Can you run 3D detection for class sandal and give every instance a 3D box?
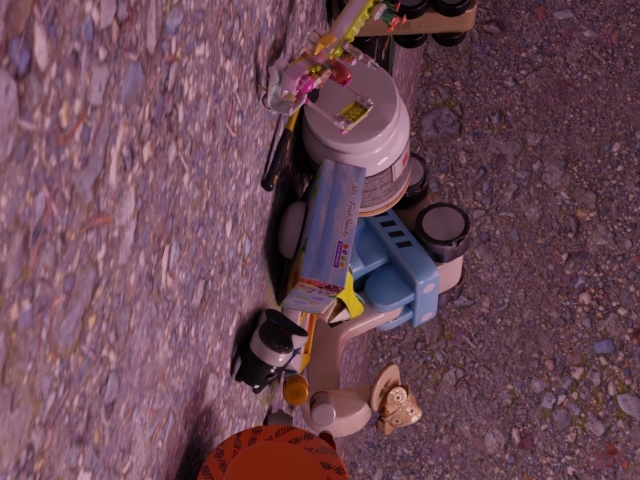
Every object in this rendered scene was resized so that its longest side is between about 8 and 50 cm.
[{"bbox_3d":[0.144,0.294,1.736,0.088,0.079,0.240,-54,159,-23],"label":"sandal"}]

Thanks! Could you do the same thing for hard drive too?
[{"bbox_3d":[0.096,-0.358,1.860,0.339,0.064,0.237,-51,149,-72],"label":"hard drive"}]

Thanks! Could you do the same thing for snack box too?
[{"bbox_3d":[0.000,0.000,1.395,0.207,0.070,0.174,131,-28,-72],"label":"snack box"}]

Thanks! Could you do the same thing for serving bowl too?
[{"bbox_3d":[-0.043,-0.016,1.361,0.083,0.027,0.083,-167,-90,-83],"label":"serving bowl"}]

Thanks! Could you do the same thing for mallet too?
[{"bbox_3d":[-0.041,-0.151,1.259,0.062,0.039,0.189,89,16,-55],"label":"mallet"}]

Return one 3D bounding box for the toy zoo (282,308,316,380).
[{"bbox_3d":[-0.029,0.097,1.598,0.192,0.030,0.293,36,63,-81],"label":"toy zoo"}]

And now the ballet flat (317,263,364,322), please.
[{"bbox_3d":[0.021,0.093,1.620,0.077,0.077,0.231,-57,162,-15],"label":"ballet flat"}]

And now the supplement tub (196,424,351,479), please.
[{"bbox_3d":[-0.052,0.377,1.128,0.207,0.207,0.338,-73,167,-46],"label":"supplement tub"}]

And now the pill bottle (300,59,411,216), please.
[{"bbox_3d":[0.055,-0.149,1.461,0.278,0.162,0.162,74,26,-72],"label":"pill bottle"}]

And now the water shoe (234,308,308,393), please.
[{"bbox_3d":[-0.072,0.145,1.299,0.080,0.073,0.203,-55,175,8],"label":"water shoe"}]

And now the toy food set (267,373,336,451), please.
[{"bbox_3d":[-0.032,0.313,1.555,0.104,0.111,0.232,-98,-167,-76],"label":"toy food set"}]

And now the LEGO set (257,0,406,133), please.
[{"bbox_3d":[0.044,-0.229,1.191,0.287,0.107,0.132,-49,171,-28],"label":"LEGO set"}]

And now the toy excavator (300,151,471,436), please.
[{"bbox_3d":[0.089,0.107,1.863,0.433,0.445,0.222,55,-16,30],"label":"toy excavator"}]

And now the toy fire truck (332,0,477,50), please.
[{"bbox_3d":[0.126,-0.440,1.504,0.158,0.217,0.246,73,16,-70],"label":"toy fire truck"}]
